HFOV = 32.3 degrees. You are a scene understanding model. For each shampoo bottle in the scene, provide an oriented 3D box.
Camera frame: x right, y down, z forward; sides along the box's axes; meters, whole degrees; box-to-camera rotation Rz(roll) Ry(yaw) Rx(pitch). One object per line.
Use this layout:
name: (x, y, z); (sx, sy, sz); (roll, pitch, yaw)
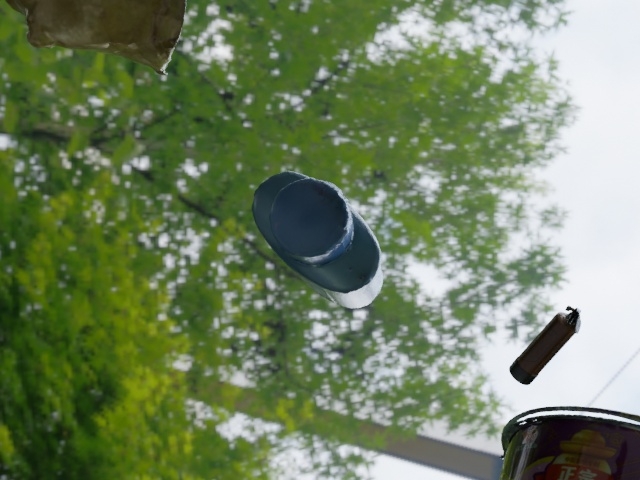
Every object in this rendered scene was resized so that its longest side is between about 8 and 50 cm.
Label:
shampoo bottle: (0.000, 0.000, 0.813); (0.104, 0.258, 0.061); (41, -93, 7)

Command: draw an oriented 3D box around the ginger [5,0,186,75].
ginger: (-0.202, -0.238, 0.622); (0.122, 0.363, 0.348); (88, 5, -48)

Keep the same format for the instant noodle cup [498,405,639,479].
instant noodle cup: (0.285, 0.358, 1.060); (0.340, 0.340, 0.266); (2, -127, 42)

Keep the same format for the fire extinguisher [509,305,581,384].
fire extinguisher: (0.180, 0.080, 0.866); (0.022, 0.028, 0.083); (40, -59, 8)
